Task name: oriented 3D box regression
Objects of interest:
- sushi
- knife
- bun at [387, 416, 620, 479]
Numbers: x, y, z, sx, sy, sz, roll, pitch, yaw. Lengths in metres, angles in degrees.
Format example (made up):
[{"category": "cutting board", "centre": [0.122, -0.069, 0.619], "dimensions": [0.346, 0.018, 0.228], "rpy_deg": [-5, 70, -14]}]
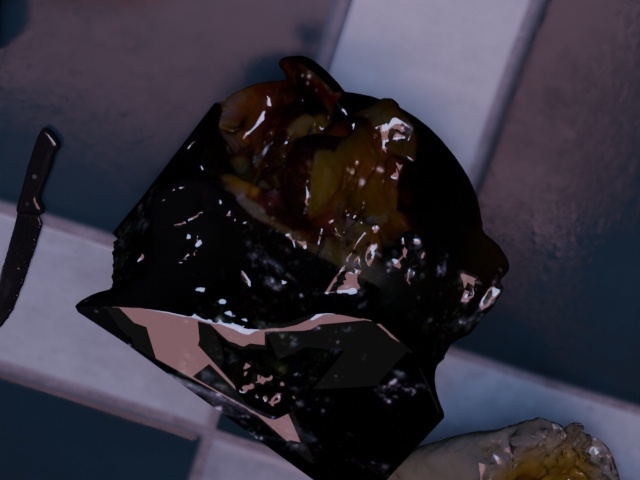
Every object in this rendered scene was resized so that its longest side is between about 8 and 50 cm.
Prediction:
[{"category": "sushi", "centre": [0.000, 0.000, 0.767], "dimensions": [0.215, 0.227, 0.212], "rpy_deg": [39, 105, -10]}, {"category": "knife", "centre": [-0.226, -0.006, 0.889], "dimensions": [0.023, 0.010, 0.170], "rpy_deg": [21, 109, 2]}, {"category": "bun", "centre": [0.164, 0.269, 0.854], "dimensions": [0.205, 0.281, 0.281], "rpy_deg": [1, 113, -38]}]
